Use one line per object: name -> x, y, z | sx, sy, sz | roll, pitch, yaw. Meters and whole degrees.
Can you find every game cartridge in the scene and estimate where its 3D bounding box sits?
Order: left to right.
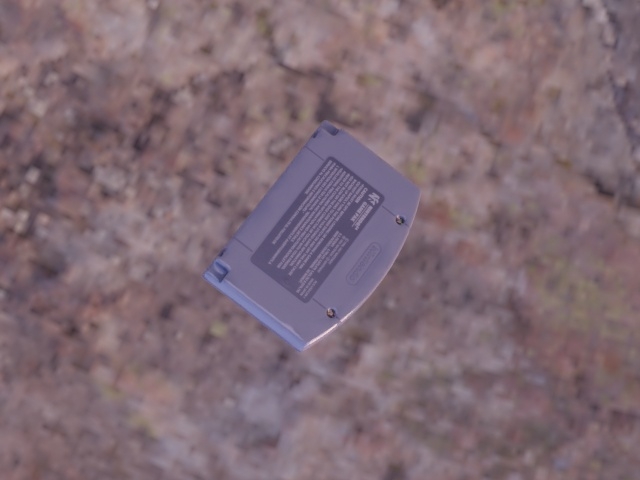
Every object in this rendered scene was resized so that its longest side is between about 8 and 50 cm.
game cartridge -> 0.000, 0.000, 0.758 | 0.056, 0.083, 0.017 | 37, 154, 3
